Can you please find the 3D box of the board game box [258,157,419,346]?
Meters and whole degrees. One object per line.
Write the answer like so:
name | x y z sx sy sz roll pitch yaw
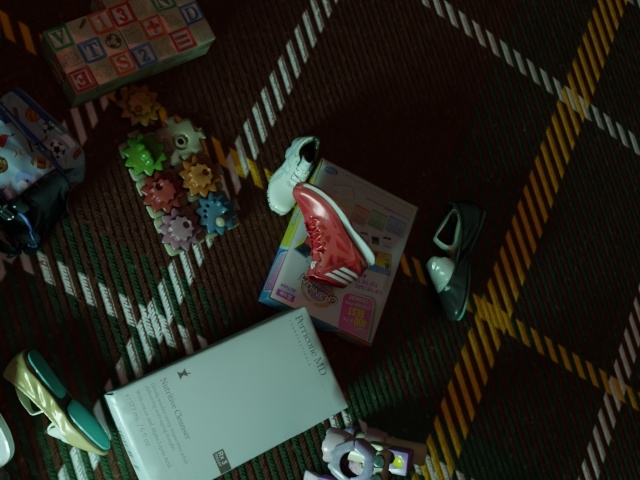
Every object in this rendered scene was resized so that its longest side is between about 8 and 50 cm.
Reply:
board game box | 0.042 0.025 1.662 0.242 0.064 0.317 27 72 -16

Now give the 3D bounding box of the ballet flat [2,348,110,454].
ballet flat | -0.461 0.294 1.417 0.073 0.080 0.232 -37 94 5

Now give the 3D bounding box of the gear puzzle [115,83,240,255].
gear puzzle | -0.284 -0.154 1.571 0.175 0.044 0.339 -26 91 -24

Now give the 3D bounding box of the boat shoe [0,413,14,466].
boat shoe | -0.593 0.275 1.317 0.098 0.096 0.277 -40 113 -23

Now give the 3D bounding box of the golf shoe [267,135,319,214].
golf shoe | -0.052 -0.138 1.642 0.069 0.086 0.176 25 74 -18

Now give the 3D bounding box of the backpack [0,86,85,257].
backpack | -0.533 -0.137 1.360 0.263 0.276 0.213 39 64 -5

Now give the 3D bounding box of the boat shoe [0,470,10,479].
boat shoe | -0.537 0.461 1.355 0.049 0.056 0.152 6 84 -55

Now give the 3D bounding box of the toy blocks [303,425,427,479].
toy blocks | 0.021 0.481 1.478 0.260 0.309 0.289 7 84 22

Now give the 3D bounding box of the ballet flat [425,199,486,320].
ballet flat | 0.280 0.036 1.751 0.096 0.095 0.280 20 63 -8

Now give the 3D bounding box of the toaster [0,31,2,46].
toaster | -0.665 -0.362 1.417 0.186 0.110 0.168 48 68 -8

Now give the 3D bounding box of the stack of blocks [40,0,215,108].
stack of blocks | -0.375 -0.395 1.553 0.297 0.087 0.171 -30 92 -24

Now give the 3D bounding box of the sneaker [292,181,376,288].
sneaker | 0.000 0.000 1.568 0.221 0.087 0.128 47 66 -7

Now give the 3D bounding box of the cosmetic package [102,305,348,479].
cosmetic package | -0.170 0.291 1.479 0.385 0.156 0.217 -25 89 -23
